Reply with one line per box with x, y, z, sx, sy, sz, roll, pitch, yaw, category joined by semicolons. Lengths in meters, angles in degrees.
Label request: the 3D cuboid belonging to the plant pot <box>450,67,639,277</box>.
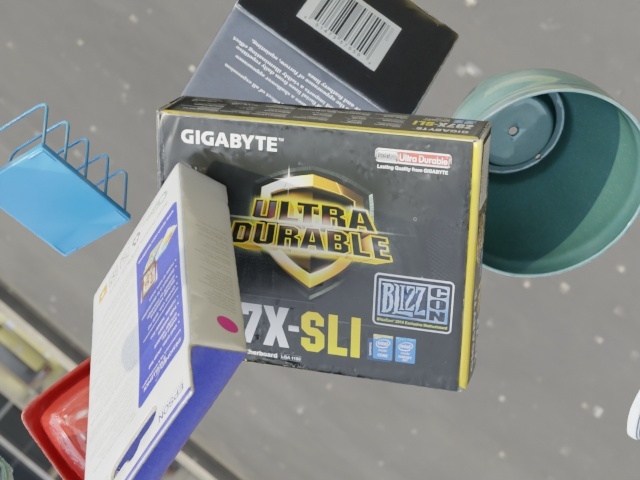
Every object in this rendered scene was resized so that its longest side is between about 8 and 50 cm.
0.291;-0.123;1.860;0.293;0.293;0.196;52;-168;-32;plant pot

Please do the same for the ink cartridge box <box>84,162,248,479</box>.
-0.137;0.091;1.142;0.069;0.176;0.371;27;-157;-19;ink cartridge box

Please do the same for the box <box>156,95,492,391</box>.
0.000;0.000;1.308;0.322;0.079;0.257;7;111;15;box

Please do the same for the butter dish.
-0.282;0.242;1.740;0.160;0.160;0.118;56;157;-9;butter dish

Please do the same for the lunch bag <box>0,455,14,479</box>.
-0.433;0.382;1.535;0.108;0.279;0.224;11;161;-6;lunch bag

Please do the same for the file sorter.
-0.352;-0.083;1.770;0.118;0.104;0.170;-27;133;23;file sorter

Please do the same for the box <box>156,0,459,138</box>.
-0.029;-0.230;2.012;0.293;0.212;0.395;35;146;-6;box

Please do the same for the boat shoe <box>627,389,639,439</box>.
0.480;0.204;1.776;0.083;0.183;0.065;32;-156;30;boat shoe
